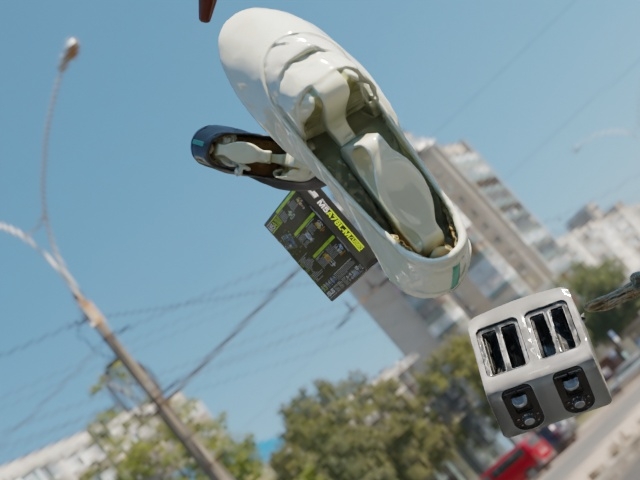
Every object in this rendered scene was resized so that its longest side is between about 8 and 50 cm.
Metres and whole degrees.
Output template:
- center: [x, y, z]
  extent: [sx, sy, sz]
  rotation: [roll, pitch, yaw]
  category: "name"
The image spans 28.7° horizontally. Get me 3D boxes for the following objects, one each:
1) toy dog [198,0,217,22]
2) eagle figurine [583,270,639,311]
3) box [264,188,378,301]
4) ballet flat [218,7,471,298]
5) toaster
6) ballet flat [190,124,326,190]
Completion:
- center: [-0.180, -0.372, 1.524]
  extent: [0.334, 0.220, 0.161]
  rotation: [15, -89, -42]
  category: "toy dog"
- center: [0.472, 0.129, 1.365]
  extent: [0.225, 0.298, 0.226]
  rotation: [12, -49, -41]
  category: "eagle figurine"
- center: [0.000, 0.000, 2.105]
  extent: [0.045, 0.184, 0.190]
  rotation: [-37, -5, -26]
  category: "box"
- center: [0.035, -0.115, 1.358]
  extent: [0.139, 0.400, 0.139]
  rotation: [-36, -8, -6]
  category: "ballet flat"
- center: [0.316, 0.171, 1.816]
  extent: [0.168, 0.185, 0.110]
  rotation: [-20, -47, 10]
  category: "toaster"
- center: [-0.061, -0.101, 1.560]
  extent: [0.203, 0.074, 0.074]
  rotation: [10, -37, -20]
  category: "ballet flat"
